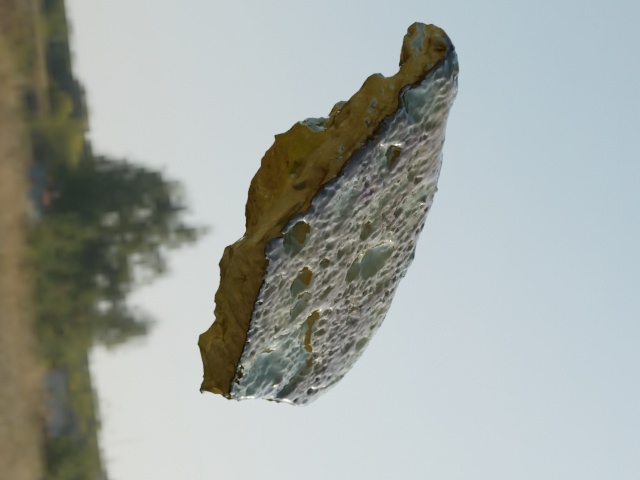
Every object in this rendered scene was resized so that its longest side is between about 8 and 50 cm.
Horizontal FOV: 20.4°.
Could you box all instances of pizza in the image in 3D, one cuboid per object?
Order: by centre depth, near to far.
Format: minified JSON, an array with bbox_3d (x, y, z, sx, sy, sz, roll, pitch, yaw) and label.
[{"bbox_3d":[0.000,0.000,0.592,0.036,0.099,0.160,39,-44,25],"label":"pizza"}]
